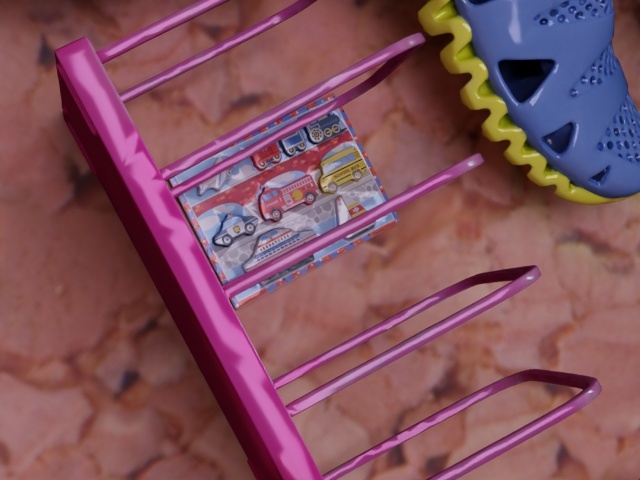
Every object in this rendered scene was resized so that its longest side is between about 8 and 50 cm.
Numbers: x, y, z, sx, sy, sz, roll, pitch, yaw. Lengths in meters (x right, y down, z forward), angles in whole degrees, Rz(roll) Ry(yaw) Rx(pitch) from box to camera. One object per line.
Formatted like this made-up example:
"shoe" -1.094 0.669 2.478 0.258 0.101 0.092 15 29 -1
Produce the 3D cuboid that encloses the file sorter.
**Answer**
"file sorter" 0.000 0.000 0.857 0.182 0.202 0.290 -28 91 -9

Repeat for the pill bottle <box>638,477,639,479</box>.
"pill bottle" 0.202 0.239 0.962 0.094 0.094 0.169 40 71 -9

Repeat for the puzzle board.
"puzzle board" -0.022 -0.027 0.975 0.128 0.011 0.096 -28 91 -20

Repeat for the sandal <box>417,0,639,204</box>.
"sandal" 0.134 -0.160 0.952 0.317 0.138 0.126 53 28 -20
